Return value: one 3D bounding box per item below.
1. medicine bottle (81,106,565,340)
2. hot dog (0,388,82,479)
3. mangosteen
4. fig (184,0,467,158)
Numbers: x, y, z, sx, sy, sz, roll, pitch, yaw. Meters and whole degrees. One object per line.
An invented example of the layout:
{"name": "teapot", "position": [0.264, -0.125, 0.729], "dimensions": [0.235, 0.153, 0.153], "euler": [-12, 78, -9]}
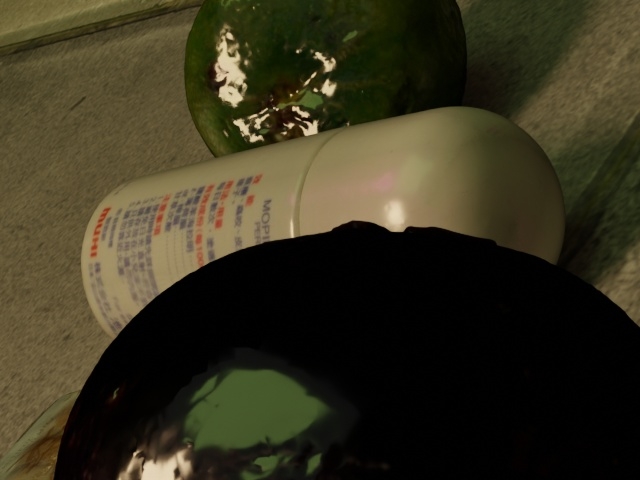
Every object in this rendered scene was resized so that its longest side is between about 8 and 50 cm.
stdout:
{"name": "medicine bottle", "position": [0.000, 0.000, 1.075], "dimensions": [0.341, 0.130, 0.130], "euler": [-11, 40, 49]}
{"name": "hot dog", "position": [-0.138, 0.148, 1.145], "dimensions": [0.162, 0.082, 0.270], "euler": [-46, 13, -26]}
{"name": "mangosteen", "position": [0.019, 0.144, 0.706], "dimensions": [0.275, 0.275, 0.302], "euler": [-6, 77, 56]}
{"name": "fig", "position": [0.023, -0.122, 1.266], "dimensions": [0.203, 0.203, 0.235], "euler": [-36, -9, 20]}
